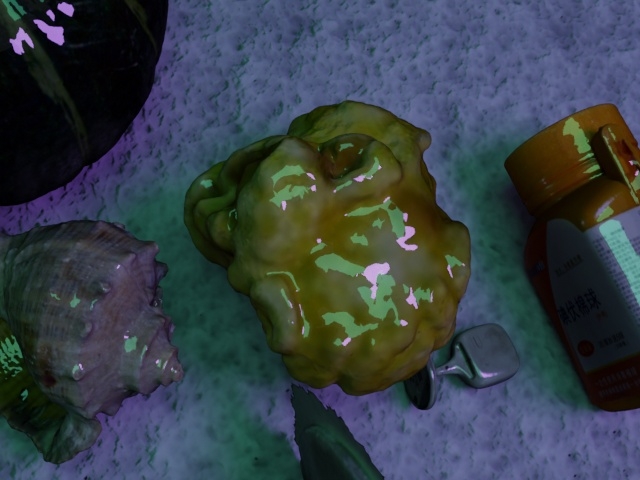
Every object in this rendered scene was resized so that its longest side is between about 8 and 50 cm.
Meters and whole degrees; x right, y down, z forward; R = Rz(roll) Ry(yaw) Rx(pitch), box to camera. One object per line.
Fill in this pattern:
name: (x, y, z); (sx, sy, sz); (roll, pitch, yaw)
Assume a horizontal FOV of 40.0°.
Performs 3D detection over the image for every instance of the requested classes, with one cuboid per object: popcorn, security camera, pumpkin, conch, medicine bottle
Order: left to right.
pumpkin: (-0.269, -0.179, 0.652); (0.323, 0.241, 0.323); (2, 67, -5)
conch: (-0.200, 0.061, 0.639); (0.245, 0.163, 0.178); (23, 87, 19)
popcorn: (0.000, 0.000, 0.651); (0.203, 0.200, 0.226); (5, 77, -12)
security camera: (0.117, 0.102, 0.717); (0.092, 0.058, 0.058); (-8, 74, -20)
medicine bottle: (0.240, 0.013, 0.699); (0.112, 0.149, 0.222); (-22, 77, -12)

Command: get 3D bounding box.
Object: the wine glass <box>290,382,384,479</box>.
wine glass: (-0.100, 0.265, 0.551); (0.322, 0.238, 0.238); (-24, 77, -21)
